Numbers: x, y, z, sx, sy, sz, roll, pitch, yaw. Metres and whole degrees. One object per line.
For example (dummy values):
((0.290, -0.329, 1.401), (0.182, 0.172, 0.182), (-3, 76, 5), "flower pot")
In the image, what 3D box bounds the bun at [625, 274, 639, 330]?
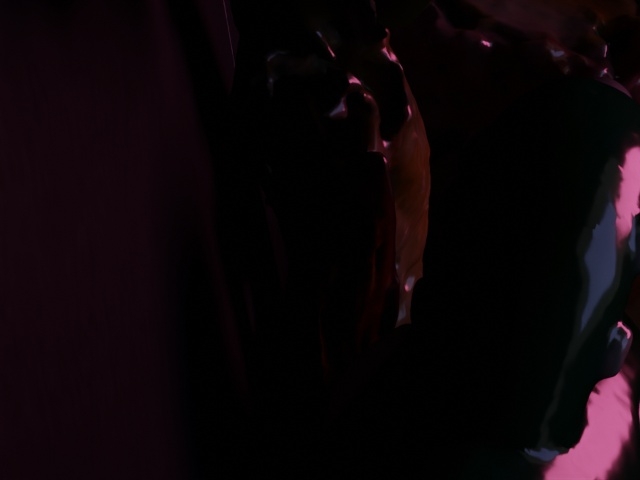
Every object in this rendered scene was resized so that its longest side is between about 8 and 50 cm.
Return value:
((0.149, 0.096, 0.806), (0.202, 0.364, 0.364), (42, -21, 33), "bun")

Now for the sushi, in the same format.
((0.090, -0.105, 0.913), (0.270, 0.236, 0.171), (-100, -172, -51), "sushi")

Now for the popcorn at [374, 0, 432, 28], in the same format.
((0.068, -0.205, 0.418), (0.274, 0.279, 0.335), (107, -32, -50), "popcorn")

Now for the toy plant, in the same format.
((0.048, 0.081, 0.516), (0.233, 0.112, 0.243), (94, 16, -46), "toy plant")

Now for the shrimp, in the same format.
((0.000, 0.000, 0.588), (0.287, 0.063, 0.152), (77, 20, -61), "shrimp")
